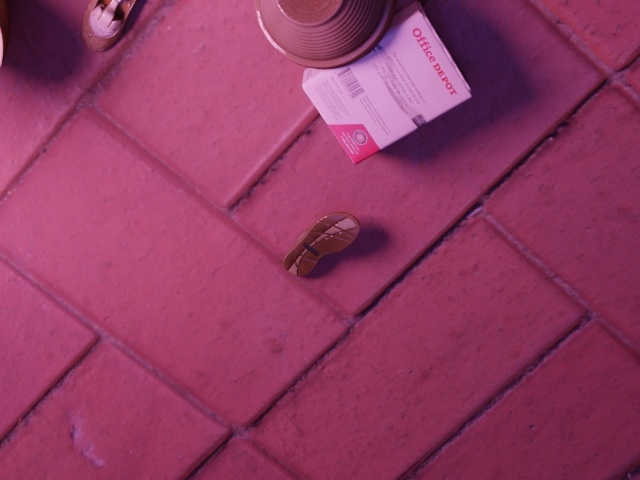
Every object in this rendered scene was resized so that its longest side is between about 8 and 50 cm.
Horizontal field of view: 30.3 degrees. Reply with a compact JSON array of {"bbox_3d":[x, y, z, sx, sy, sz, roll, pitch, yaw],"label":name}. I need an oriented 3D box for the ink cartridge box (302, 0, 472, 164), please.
[{"bbox_3d":[0.114,-0.269,2.012,0.237,0.100,0.172,-30,111,15],"label":"ink cartridge box"}]

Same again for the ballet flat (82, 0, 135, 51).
[{"bbox_3d":[-0.345,-0.400,1.978,0.073,0.067,0.206,27,113,-12],"label":"ballet flat"}]

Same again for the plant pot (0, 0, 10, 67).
[{"bbox_3d":[-0.595,-0.357,1.901,0.237,0.254,0.237,1,115,2],"label":"plant pot"}]

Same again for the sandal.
[{"bbox_3d":[0.000,0.000,2.172,0.072,0.049,0.180,43,123,-11],"label":"sandal"}]

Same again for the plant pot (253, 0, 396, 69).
[{"bbox_3d":[-0.004,-0.397,1.902,0.237,0.110,0.237,1,93,16],"label":"plant pot"}]
